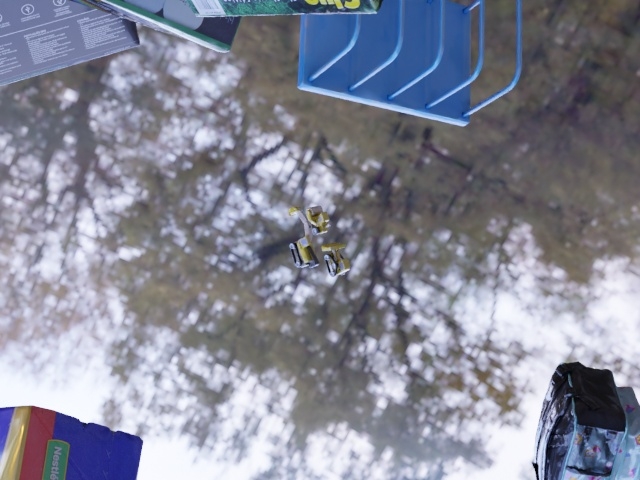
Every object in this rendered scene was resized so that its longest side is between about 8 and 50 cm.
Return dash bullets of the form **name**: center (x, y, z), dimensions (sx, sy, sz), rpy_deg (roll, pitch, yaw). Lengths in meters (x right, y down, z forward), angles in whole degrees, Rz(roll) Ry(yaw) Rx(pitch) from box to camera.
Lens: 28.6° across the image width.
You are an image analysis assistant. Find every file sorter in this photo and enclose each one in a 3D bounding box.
- **file sorter**: center (0.081, -0.186, 1.097), dimensions (0.170, 0.118, 0.104), rpy_deg (10, 162, -25)

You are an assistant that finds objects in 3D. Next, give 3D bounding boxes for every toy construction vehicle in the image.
- **toy construction vehicle**: center (0.000, 0.000, 1.644), dimensions (0.086, 0.035, 0.098), rpy_deg (-9, -100, -48)

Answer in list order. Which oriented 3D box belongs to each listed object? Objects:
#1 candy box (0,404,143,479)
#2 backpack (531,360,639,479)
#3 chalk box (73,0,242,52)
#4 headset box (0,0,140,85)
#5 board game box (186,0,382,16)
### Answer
- **candy box**: center (-0.300, 0.281, 1.026), dimensions (0.317, 0.268, 0.122), rpy_deg (-10, 155, 42)
- **backpack**: center (0.374, 0.286, 1.766), dimensions (0.144, 0.188, 0.166), rpy_deg (14, -157, -8)
- **chalk box**: center (-0.148, -0.266, 0.964), dimensions (0.289, 0.179, 0.180), rpy_deg (23, -175, 40)
- **headset box**: center (-0.334, -0.302, 1.250), dimensions (0.246, 0.283, 0.131), rpy_deg (-19, -128, -9)
- **board game box**: center (0.020, -0.246, 0.814), dimensions (0.136, 0.259, 0.030), rpy_deg (7, 147, 30)
